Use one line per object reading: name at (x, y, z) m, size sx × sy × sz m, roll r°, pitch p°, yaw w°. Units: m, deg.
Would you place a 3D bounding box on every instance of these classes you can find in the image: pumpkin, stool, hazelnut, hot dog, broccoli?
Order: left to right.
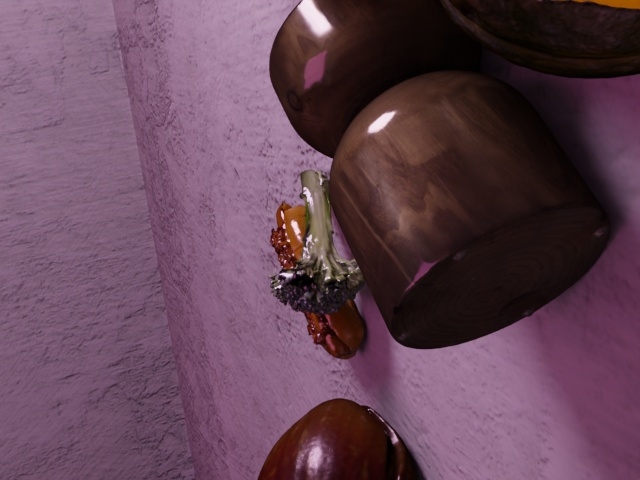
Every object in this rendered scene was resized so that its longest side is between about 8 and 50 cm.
hot dog at (-0.015, 0.053, 1.166) m, size 0.102 × 0.076 × 0.249 m, roll 107°, pitch 144°, yaw -60°
broccoli at (-0.002, 0.000, 1.076) m, size 0.122 × 0.118 × 0.204 m, roll 129°, pitch 146°, yaw -55°
hazelnut at (0.017, 0.319, 1.054) m, size 0.218 × 0.217 × 0.234 m, roll -129°, pitch 32°, yaw -52°
stool at (0.085, -0.069, 0.666) m, size 0.179 × 0.179 × 0.264 m, roll 106°, pitch 145°, yaw -54°
pumpkin at (0.117, -0.173, 0.537) m, size 0.111 × 0.162 × 0.279 m, roll 99°, pitch 152°, yaw -44°
